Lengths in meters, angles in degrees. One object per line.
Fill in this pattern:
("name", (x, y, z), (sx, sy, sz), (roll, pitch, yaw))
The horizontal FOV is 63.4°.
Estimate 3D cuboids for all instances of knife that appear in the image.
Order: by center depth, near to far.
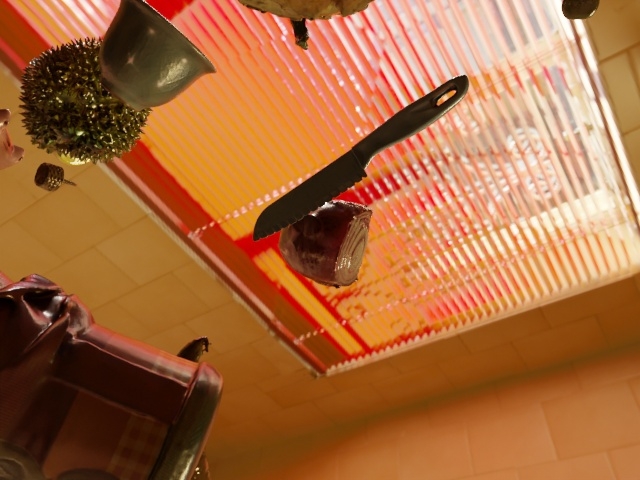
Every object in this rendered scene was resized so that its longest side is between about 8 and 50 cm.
("knife", (0.038, -0.087, 0.604), (0.044, 0.313, 0.019), (62, -161, 13))

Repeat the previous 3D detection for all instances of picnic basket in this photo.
("picnic basket", (-0.625, -0.144, 1.232), (0.083, 0.072, 0.072), (20, -130, -55))

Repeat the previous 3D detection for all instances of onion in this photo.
("onion", (-0.005, -0.001, 1.268), (0.206, 0.207, 0.216), (0, -78, -60))

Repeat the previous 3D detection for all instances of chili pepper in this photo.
("chili pepper", (-0.035, -0.617, 1.286), (0.065, 0.122, 0.278), (1, -73, -47))

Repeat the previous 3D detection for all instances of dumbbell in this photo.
("dumbbell", (0.400, -0.368, 0.800), (0.118, 0.052, 0.046), (-47, -45, -53))

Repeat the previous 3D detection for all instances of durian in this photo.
("durian", (-0.500, -0.295, 1.121), (0.225, 0.291, 0.291), (32, 172, 48))

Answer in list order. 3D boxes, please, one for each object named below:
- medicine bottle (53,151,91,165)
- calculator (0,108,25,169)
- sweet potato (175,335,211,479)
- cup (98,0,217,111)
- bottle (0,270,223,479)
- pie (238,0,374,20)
("medicine bottle", (-0.676, -0.295, 1.353), (0.212, 0.121, 0.122), (39, -169, 28))
("calculator", (-0.849, -0.194, 1.150), (0.330, 0.220, 0.048), (-18, -108, -24))
("sweet potato", (-0.285, 0.409, 1.051), (0.130, 0.131, 0.422), (7, -99, -63))
("cup", (-0.301, -0.304, 0.889), (0.199, 0.150, 0.199), (40, -178, -2))
("bottle", (-0.218, 0.105, 0.374), (0.271, 0.156, 0.143), (27, -176, -9))
("pie", (-0.026, -0.463, 0.716), (0.339, 0.340, 0.083), (51, -145, -29))
